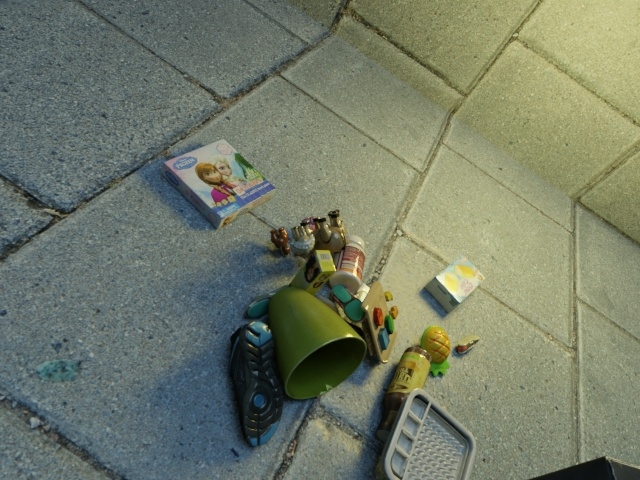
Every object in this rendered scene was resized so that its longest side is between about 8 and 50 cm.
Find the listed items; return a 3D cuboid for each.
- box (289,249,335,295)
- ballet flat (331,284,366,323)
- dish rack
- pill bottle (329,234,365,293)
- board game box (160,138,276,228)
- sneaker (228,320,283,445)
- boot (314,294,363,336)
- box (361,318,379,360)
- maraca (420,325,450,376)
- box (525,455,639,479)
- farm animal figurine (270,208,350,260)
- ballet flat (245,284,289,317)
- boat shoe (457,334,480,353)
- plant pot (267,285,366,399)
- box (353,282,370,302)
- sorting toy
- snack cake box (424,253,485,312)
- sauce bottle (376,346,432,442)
[{"bbox_3d":[-0.032,0.129,1.610,0.058,0.232,0.087,1,55,-30],"label":"box"},{"bbox_3d":[0.109,0.238,1.671,0.077,0.079,0.221,-33,36,-9],"label":"ballet flat"},{"bbox_3d":[0.324,0.650,1.424,0.333,0.072,0.285,43,54,-15],"label":"dish rack"},{"bbox_3d":[0.110,0.088,1.814,0.121,0.121,0.221,26,44,-10],"label":"pill bottle"},{"bbox_3d":[-0.390,-0.232,1.824,0.318,0.066,0.319,43,44,8],"label":"board game box"},{"bbox_3d":[-0.196,0.412,1.361,0.125,0.140,0.341,10,67,-37],"label":"sneaker"},{"bbox_3d":[0.056,0.267,1.657,0.219,0.082,0.106,22,48,-11],"label":"boot"},{"bbox_3d":[0.188,0.354,1.666,0.094,0.027,0.137,45,24,-51],"label":"box"},{"bbox_3d":[0.435,0.413,1.756,0.127,0.099,0.185,-1,79,-22],"label":"maraca"},{"bbox_3d":[0.826,0.865,1.322,0.472,0.480,0.297,22,46,-13],"label":"box"},{"bbox_3d":[0.000,0.000,1.722,0.330,0.327,0.172,-19,97,-25],"label":"farm animal figurine"},{"bbox_3d":[-0.179,0.205,1.590,0.213,0.072,0.068,-15,35,-40],"label":"ballet flat"},{"bbox_3d":[0.598,0.418,1.887,0.137,0.049,0.043,-13,103,-41],"label":"boat shoe"},{"bbox_3d":[-0.047,0.289,1.470,0.275,0.275,0.293,-4,40,-34],"label":"plant pot"},{"bbox_3d":[0.170,0.224,1.802,0.081,0.028,0.136,39,45,5],"label":"box"},{"bbox_3d":[0.233,0.265,1.683,0.229,0.041,0.307,70,26,-14],"label":"sorting toy"},{"bbox_3d":[0.593,0.185,2.050,0.152,0.089,0.264,48,45,14],"label":"snack cake box"},{"bbox_3d":[0.279,0.510,1.561,0.111,0.111,0.344,36,44,1],"label":"sauce bottle"}]
